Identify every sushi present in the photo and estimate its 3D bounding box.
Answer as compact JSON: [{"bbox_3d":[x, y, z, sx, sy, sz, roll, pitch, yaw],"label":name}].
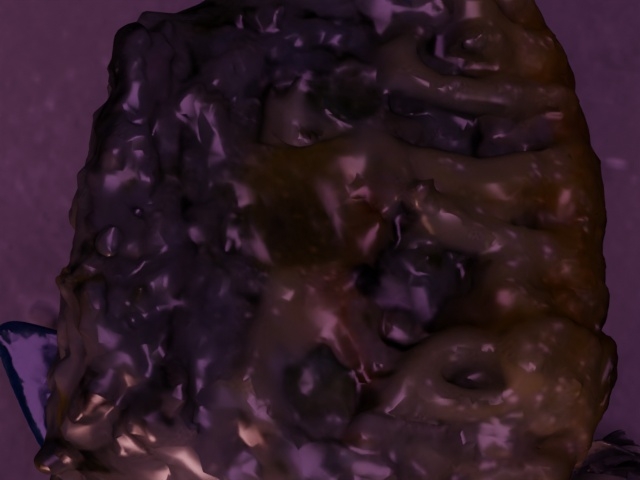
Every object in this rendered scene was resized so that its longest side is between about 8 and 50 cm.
[{"bbox_3d":[0.000,0.000,0.522,0.184,0.139,0.274,10,63,-12],"label":"sushi"}]

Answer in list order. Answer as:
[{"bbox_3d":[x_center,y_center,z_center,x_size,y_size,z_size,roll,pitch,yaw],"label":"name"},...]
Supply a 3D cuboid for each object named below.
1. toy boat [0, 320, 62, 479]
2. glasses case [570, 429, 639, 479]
[{"bbox_3d":[-0.037,0.110,0.565,0.229,0.046,0.080,40,82,5],"label":"toy boat"},{"bbox_3d":[0.214,0.196,0.542,0.308,0.083,0.128,29,80,3],"label":"glasses case"}]
